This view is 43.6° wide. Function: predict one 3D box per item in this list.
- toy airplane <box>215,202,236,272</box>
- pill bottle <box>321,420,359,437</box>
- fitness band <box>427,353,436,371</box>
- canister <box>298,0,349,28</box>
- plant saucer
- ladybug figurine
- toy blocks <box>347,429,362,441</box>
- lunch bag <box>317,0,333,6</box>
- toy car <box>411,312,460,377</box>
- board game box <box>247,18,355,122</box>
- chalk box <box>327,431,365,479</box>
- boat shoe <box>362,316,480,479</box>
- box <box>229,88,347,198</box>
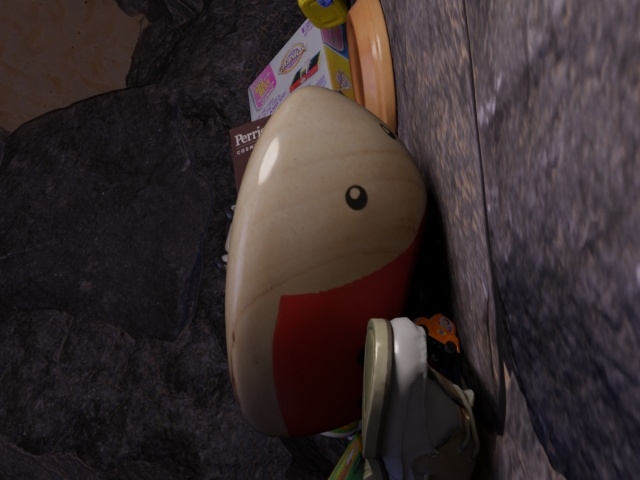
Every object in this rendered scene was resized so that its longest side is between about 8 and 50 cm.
[{"bbox_3d":[-0.007,-0.011,1.675,0.385,0.272,0.386,-59,-20,-14],"label":"toy airplane"},{"bbox_3d":[0.047,0.283,1.706,0.136,0.136,0.246,-101,25,-66],"label":"pill bottle"},{"bbox_3d":[0.127,0.273,0.969,0.209,0.054,0.291,83,179,-61],"label":"fitness band"},{"bbox_3d":[-0.007,-0.455,1.335,0.126,0.073,0.170,28,-131,-67],"label":"canister"},{"bbox_3d":[0.062,-0.214,1.021,0.200,0.037,0.200,172,90,-89],"label":"plant saucer"},{"bbox_3d":[0.017,0.049,0.841,0.449,0.161,0.305,89,-161,-50],"label":"ladybug figurine"},{"bbox_3d":[0.052,0.557,1.625,0.288,0.259,0.309,89,172,-86],"label":"toy blocks"},{"bbox_3d":[0.003,-0.408,1.104,0.129,0.096,0.151,-101,13,-64],"label":"lunch bag"},{"bbox_3d":[0.106,0.108,0.794,0.122,0.060,0.041,96,-161,-58],"label":"toy car"},{"bbox_3d":[-0.033,-0.238,1.473,0.242,0.064,0.317,-41,43,37],"label":"board game box"},{"bbox_3d":[0.054,0.412,1.148,0.213,0.132,0.132,-59,3,1],"label":"chalk box"},{"bbox_3d":[0.090,0.160,0.711,0.302,0.103,0.113,82,-168,-56],"label":"boat shoe"},{"bbox_3d":[0.000,0.000,1.147,0.143,0.191,0.382,31,-134,-59],"label":"box"}]
